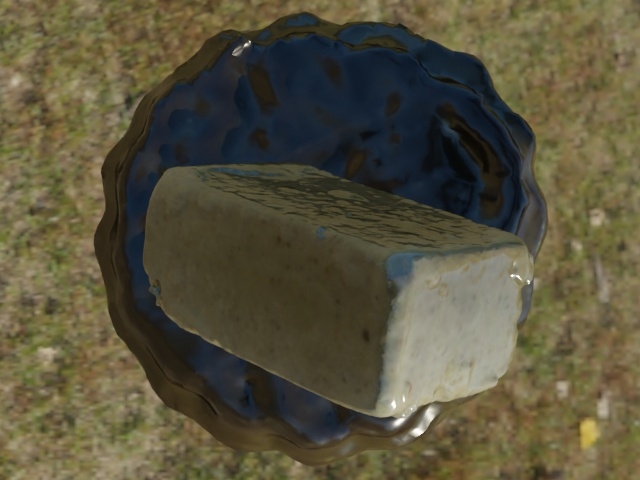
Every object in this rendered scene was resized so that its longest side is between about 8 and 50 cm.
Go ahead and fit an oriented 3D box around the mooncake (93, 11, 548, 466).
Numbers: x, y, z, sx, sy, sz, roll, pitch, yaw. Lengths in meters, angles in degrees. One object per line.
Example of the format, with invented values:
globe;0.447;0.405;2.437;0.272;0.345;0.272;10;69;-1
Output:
mooncake;0.002;0.000;0.979;0.187;0.324;0.324;7;76;-86

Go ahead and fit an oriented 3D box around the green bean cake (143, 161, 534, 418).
green bean cake;0.005;0.019;0.696;0.109;0.179;0.085;-9;112;-48
